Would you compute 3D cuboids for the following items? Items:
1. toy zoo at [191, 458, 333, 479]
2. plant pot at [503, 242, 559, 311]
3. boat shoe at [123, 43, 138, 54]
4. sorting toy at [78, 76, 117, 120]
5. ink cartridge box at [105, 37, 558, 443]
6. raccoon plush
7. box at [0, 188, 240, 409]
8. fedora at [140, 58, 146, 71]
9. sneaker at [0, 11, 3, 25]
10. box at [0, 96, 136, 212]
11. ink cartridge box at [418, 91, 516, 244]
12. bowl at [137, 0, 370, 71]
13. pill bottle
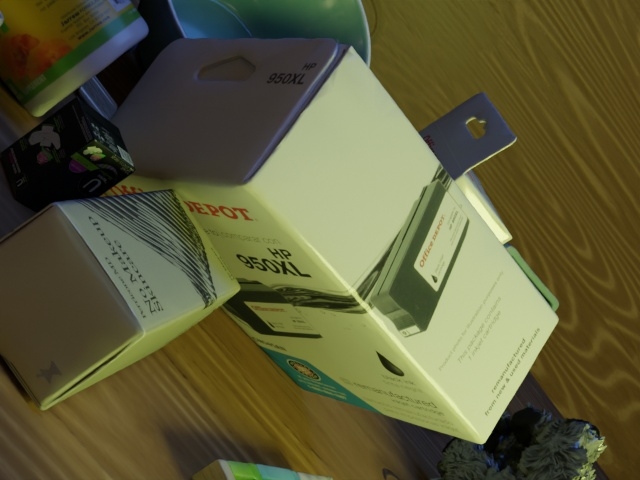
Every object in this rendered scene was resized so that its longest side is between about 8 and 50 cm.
[{"bbox_3d":[0.007,0.284,1.036,0.192,0.030,0.293,60,11,24],"label":"toy zoo"},{"bbox_3d":[0.159,0.076,1.839,0.252,0.247,0.248,42,1,36],"label":"plant pot"},{"bbox_3d":[-0.300,-0.295,1.323,0.258,0.089,0.109,57,22,-19],"label":"boat shoe"},{"bbox_3d":[-0.250,-0.162,1.319,0.083,0.012,0.062,54,14,-25],"label":"sorting toy"},{"bbox_3d":[0.000,0.000,1.183,0.285,0.166,0.395,9,-32,50],"label":"ink cartridge box"},{"bbox_3d":[0.266,0.433,1.567,0.299,0.216,0.446,65,33,-30],"label":"raccoon plush"},{"bbox_3d":[-0.153,0.033,0.914,0.113,0.094,0.275,55,10,1],"label":"box"},{"bbox_3d":[-0.128,-0.208,1.712,0.275,0.124,0.244,50,12,-28],"label":"fedora"},{"bbox_3d":[-0.316,-0.206,0.997,0.134,0.070,0.051,44,17,-44],"label":"sneaker"},{"bbox_3d":[-0.207,-0.064,1.003,0.062,0.083,0.052,41,19,-56],"label":"box"},{"bbox_3d":[0.113,-0.024,1.589,0.119,0.353,0.207,51,11,-23],"label":"ink cartridge box"},{"bbox_3d":[-0.106,-0.258,1.519,0.311,0.163,0.311,17,62,-35],"label":"bowl"},{"bbox_3d":[-0.280,-0.246,1.098,0.246,0.136,0.136,53,10,-12],"label":"pill bottle"}]
